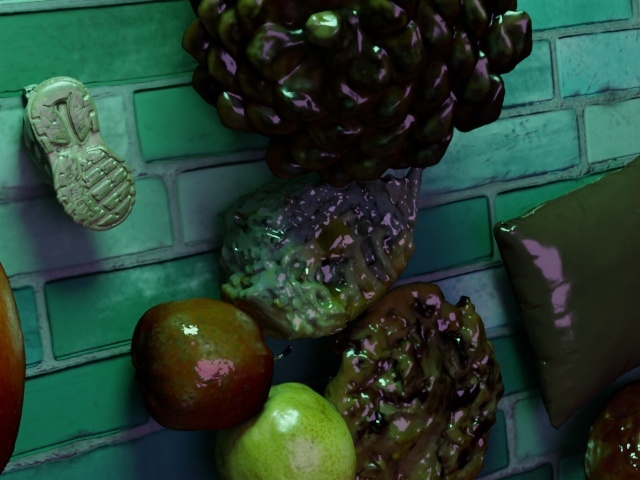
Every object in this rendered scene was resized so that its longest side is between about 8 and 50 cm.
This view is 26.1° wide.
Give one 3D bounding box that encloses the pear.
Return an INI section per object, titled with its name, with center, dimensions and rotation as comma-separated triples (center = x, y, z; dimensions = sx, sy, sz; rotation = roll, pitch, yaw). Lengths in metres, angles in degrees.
[pear]
center = -0.037, 0.259, 1.639
dimensions = 0.178, 0.178, 0.178
rotation = -3, 95, -33

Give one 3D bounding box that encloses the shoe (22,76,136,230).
[shoe]
center = -0.276, -0.093, 1.508
dimensions = 0.089, 0.092, 0.180
rotation = -33, 114, -23

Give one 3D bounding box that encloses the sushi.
[sushi]
center = 0.000, 0.000, 1.665
dimensions = 0.274, 0.139, 0.184
rotation = -34, 114, -30

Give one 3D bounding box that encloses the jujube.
[jujube]
center = 0.490, 0.296, 1.982
dimensions = 0.290, 0.197, 0.197
rotation = -38, 114, -46

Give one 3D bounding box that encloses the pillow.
[pillow]
center = 0.394, 0.066, 1.947
dimensions = 0.308, 0.108, 0.305
rotation = -25, 105, -30

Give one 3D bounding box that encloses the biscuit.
[biscuit]
center = 0.130, 0.215, 1.774
dimensions = 0.289, 0.081, 0.334
rotation = -35, 124, -26

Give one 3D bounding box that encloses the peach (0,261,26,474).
[peach]
center = -0.443, 0.125, 1.254
dimensions = 0.388, 0.388, 0.388
rotation = -3, 95, -33

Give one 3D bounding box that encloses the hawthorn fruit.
[hawthorn fruit]
center = -0.119, 0.140, 1.583
dimensions = 0.194, 0.157, 0.157
rotation = -1, 94, -29

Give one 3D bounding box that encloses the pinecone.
[pinecone]
center = 0.045, -0.260, 1.543
dimensions = 0.398, 0.398, 0.397
rotation = -3, 95, -33
